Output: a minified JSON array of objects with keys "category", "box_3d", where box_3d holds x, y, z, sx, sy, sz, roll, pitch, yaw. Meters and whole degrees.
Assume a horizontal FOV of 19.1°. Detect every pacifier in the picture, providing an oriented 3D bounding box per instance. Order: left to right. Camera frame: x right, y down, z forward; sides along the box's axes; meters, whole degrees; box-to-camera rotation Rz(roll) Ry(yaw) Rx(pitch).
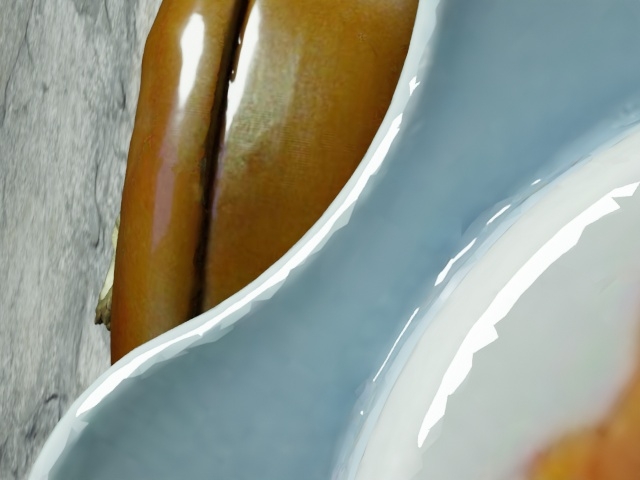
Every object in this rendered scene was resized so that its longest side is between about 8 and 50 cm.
[{"category":"pacifier","box_3d":[0.077,0.052,0.428,0.299,0.244,0.233,-51,12,-1]}]

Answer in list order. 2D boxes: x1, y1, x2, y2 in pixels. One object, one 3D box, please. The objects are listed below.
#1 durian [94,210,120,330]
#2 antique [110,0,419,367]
[{"category":"durian","box_3d":[-0.048,-0.020,0.930,0.188,0.091,0.148,132,156,-72]},{"category":"antique","box_3d":[0.000,0.000,0.692,0.223,0.129,0.278,-71,-11,-65]}]
